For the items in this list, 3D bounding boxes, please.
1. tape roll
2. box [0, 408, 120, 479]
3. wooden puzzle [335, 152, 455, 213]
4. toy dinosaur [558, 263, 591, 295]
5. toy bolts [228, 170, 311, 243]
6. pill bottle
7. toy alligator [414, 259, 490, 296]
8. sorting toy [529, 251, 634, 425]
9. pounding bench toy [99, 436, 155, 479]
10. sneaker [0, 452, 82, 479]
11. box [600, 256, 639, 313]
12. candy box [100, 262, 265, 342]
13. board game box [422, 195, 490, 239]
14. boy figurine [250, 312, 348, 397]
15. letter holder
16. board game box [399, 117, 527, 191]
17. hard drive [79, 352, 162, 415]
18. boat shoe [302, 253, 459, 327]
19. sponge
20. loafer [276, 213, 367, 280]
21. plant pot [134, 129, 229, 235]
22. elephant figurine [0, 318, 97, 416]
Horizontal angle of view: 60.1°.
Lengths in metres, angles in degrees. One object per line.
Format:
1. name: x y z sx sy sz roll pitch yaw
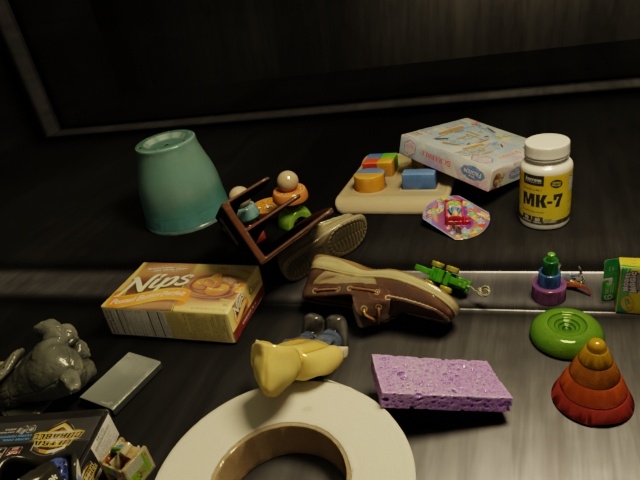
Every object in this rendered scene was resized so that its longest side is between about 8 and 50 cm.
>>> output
1. tape roll: -0.053 0.364 0.800 0.391 0.072 0.392 -9 29 5
2. box: -0.516 0.410 0.881 0.295 0.073 0.293 -6 29 10
3. wooden puzzle: 0.237 -0.195 1.654 0.321 0.081 0.348 2 32 20
4. toy dinosaur: 0.497 0.079 1.140 0.082 0.047 0.090 -22 37 19
5. toy bolts: -0.168 -0.113 1.569 0.228 0.159 0.218 -28 34 -27
6. pill bottle: 0.541 -0.142 1.331 0.119 0.209 0.119 -9 29 5
7. toy alligator: 0.287 0.087 1.186 0.189 0.056 0.051 20 2 42
8. sorting toy: 0.440 0.139 0.968 0.127 0.126 0.366 -5 31 10
9. pounding bench toy: -0.321 0.352 0.899 0.065 0.083 0.052 8 35 28
10. sneaker: -0.328 0.378 0.681 0.315 0.182 0.127 33 38 25
11. box: 0.619 0.085 1.020 0.179 0.105 0.043 2 31 23
12. candy box: -0.307 0.135 1.262 0.316 0.088 0.183 0 30 19
13. board game box: 0.348 -0.073 1.415 0.133 0.033 0.168 -32 48 -22
14. boy figurine: -0.048 0.194 0.965 0.177 0.092 0.285 2 3 23
15. letter holder: -0.113 -0.064 1.307 0.214 0.152 0.302 -35 6 -12
16. board game box: 0.454 -0.261 1.615 0.318 0.066 0.318 -20 38 -35
17. hard drive: -0.395 0.283 1.103 0.094 0.022 0.135 7 35 29
18. boat shoe: 0.110 0.126 1.138 0.341 0.123 0.123 15 68 29
19. sponge: 0.194 0.234 0.913 0.210 0.031 0.117 3 18 -4
20. loafer: 0.000 0.000 1.378 0.268 0.102 0.092 -28 40 -26
21. plant pot: -0.439 -0.192 1.702 0.271 0.255 0.272 -8 30 4
22. elephant figurine: -0.578 0.278 1.079 0.239 0.186 0.169 -29 76 -10
